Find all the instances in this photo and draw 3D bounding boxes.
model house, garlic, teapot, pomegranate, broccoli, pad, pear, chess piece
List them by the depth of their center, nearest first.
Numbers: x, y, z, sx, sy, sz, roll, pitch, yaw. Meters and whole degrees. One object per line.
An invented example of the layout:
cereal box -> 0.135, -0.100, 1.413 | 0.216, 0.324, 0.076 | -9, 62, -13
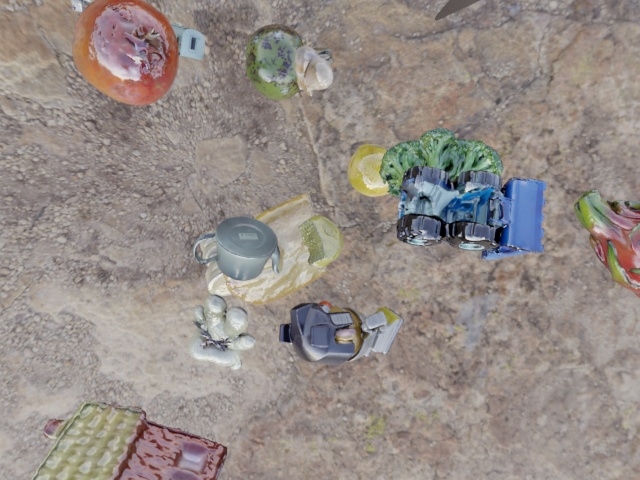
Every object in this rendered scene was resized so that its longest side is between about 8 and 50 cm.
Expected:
model house -> -0.295, 0.358, 0.594 | 0.253, 0.196, 0.160 | 27, 128, -9
pad -> 0.352, -0.536, 0.851 | 0.267, 0.181, 0.004 | -36, 90, -29
broccoli -> 0.243, -0.113, 0.927 | 0.268, 0.269, 0.254 | -10, 123, -14
teapot -> -0.220, 0.039, 1.139 | 0.239, 0.162, 0.149 | 10, 130, -14
garlic -> -0.017, -0.527, 1.314 | 0.099, 0.174, 0.124 | -32, 143, -16
pear -> 0.175, -0.222, 1.348 | 0.177, 0.178, 0.178 | -3, 100, -15
pomegranate -> -0.115, -0.688, 1.630 | 0.340, 0.285, 0.285 | -1, 100, 6
chess piece -> -0.436, 0.080, 1.826 | 0.166, 0.300, 0.167 | -17, 138, -16

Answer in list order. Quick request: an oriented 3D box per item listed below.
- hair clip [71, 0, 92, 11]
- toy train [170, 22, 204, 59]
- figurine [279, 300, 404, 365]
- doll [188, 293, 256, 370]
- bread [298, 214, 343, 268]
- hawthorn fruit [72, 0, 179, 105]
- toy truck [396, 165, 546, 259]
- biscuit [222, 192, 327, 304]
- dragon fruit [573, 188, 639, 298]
hair clip -> -0.839, -0.841, 1.418 | 0.116, 0.172, 0.049 | 10, 78, -2
toy train -> -0.533, -0.691, 1.432 | 0.086, 0.407, 0.088 | -12, 123, -44
figurine -> 0.044, 0.216, 0.996 | 0.308, 0.308, 0.143 | -16, 63, -12
doll -> -0.281, 0.253, 1.161 | 0.149, 0.175, 0.278 | -19, 148, -32
bread -> 0.009, 0.001, 1.288 | 0.125, 0.086, 0.156 | -6, 69, -37
hawthorn fruit -> -0.493, -0.511, 1.120 | 0.276, 0.307, 0.276 | -3, 95, -37
toy truck -> 0.224, -0.036, 0.652 | 0.208, 0.126, 0.113 | 7, 77, 13
biscuit -> -0.157, 0.057, 1.603 | 0.446, 0.104, 0.430 | -25, 136, -26
dragon fruit -> 0.610, -0.001, 0.780 | 0.200, 0.198, 0.269 | -19, 66, -27
